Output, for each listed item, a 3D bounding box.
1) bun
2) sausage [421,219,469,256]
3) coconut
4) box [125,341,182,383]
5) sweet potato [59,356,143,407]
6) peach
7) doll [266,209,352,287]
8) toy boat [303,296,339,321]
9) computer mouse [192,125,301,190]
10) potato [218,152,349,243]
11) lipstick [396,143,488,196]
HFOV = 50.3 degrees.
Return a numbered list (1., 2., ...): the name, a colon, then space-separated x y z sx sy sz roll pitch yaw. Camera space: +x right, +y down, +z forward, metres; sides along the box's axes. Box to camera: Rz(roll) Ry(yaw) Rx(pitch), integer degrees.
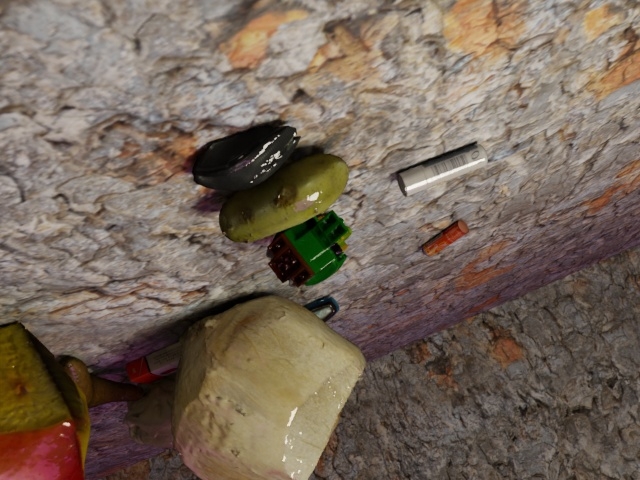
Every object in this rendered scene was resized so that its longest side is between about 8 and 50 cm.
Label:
1. bun: -0.364 0.380 1.593 0.229 0.229 0.145 -32 130 26
2. sausage: 0.266 0.001 1.484 0.034 0.034 0.129 -6 155 -42
3. coconut: -0.129 0.293 1.361 0.405 0.404 0.404 -20 162 -7
4. box: -0.341 0.270 1.520 0.152 0.048 0.100 -22 160 4
5. sweet potato: -0.469 0.303 1.386 0.109 0.079 0.346 -13 158 5
6. peach: -0.487 0.292 0.988 0.243 0.306 0.380 -15 157 -40
7. doll: -0.007 0.006 1.057 0.134 0.106 0.186 -40 176 10
8. toy boat: -0.020 0.178 1.619 0.137 0.060 0.061 -32 -175 10
9. computer mouse: -0.082 -0.090 0.786 0.135 0.047 0.079 -24 163 -1
10. potato: -0.053 -0.054 0.872 0.188 0.085 0.105 -26 -176 21
11. lipstick: 0.190 -0.111 1.061 0.141 0.040 0.040 -22 162 -4
